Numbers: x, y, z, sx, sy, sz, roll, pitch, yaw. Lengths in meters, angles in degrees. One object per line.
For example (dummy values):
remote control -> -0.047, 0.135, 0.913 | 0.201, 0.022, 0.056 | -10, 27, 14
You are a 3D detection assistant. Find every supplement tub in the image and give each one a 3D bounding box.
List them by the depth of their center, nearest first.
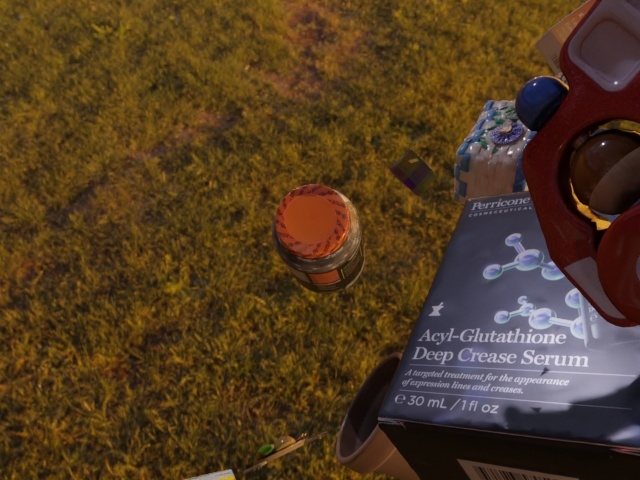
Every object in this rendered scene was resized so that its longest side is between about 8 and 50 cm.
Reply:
supplement tub -> 0.000, 0.000, 1.485 | 0.206, 0.338, 0.207 | -2, 73, 6

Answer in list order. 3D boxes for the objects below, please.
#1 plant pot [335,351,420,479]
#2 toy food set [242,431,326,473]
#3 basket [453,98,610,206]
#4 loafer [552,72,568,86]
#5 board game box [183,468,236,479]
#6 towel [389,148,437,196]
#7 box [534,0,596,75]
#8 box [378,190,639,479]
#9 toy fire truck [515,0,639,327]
plant pot -> 0.192, 0.405, 1.298 | 0.229, 0.263, 0.263 | 33, 42, -5
toy food set -> -0.093, 0.488, 1.460 | 0.192, 0.132, 0.039 | -14, 70, -38
basket -> 0.399, -0.130, 1.105 | 0.288, 0.201, 0.255 | 19, 53, 22
loafer -> 0.457, -0.227, 0.925 | 0.302, 0.095, 0.109 | -13, 30, 44
board game box -> -0.208, 0.619, 1.205 | 0.142, 0.144, 0.275 | 15, 36, -54
towel -> 0.181, -0.132, 1.198 | 0.083, 0.060, 0.009 | 41, 9, -15
box -> 0.527, -0.388, 1.178 | 0.170, 0.091, 0.130 | -37, 89, 2
box -> 0.301, 0.130, 0.776 | 0.293, 0.212, 0.396 | -7, 39, 39
toy fire truck -> 0.286, -0.087, 0.485 | 0.169, 0.302, 0.254 | -11, 57, -39
